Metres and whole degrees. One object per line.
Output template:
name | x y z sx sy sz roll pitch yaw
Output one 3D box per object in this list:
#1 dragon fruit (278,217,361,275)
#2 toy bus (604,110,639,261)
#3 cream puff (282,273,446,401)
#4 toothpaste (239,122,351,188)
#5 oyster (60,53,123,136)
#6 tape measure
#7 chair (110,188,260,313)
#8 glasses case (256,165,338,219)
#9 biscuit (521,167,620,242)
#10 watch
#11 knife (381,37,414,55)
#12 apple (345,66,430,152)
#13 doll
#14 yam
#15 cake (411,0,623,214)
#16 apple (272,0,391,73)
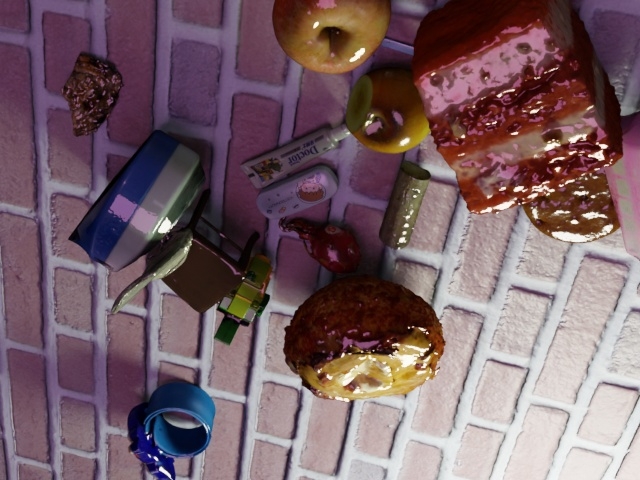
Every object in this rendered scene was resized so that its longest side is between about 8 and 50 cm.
dragon fruit | 0.000 0.000 1.990 0.190 0.094 0.094 31 126 5
toy bus | 0.596 -0.094 1.720 0.147 0.127 0.303 13 138 42
cream puff | 0.084 0.193 2.007 0.350 0.229 0.350 -5 148 -3
toothpaste | -0.046 -0.168 1.914 0.255 0.037 0.067 -23 121 31
oyster | -0.457 -0.279 1.927 0.105 0.056 0.177 27 122 -15
tape measure | -0.342 -0.083 1.913 0.138 0.259 0.262 38 120 -14
chair | -0.260 0.059 1.946 0.186 0.319 0.160 43 123 -17
glasses case | -0.047 -0.095 1.956 0.178 0.045 0.067 -22 117 25
biscuit | 0.482 -0.079 1.844 0.212 0.036 0.212 7 126 9
watch | -0.348 0.450 2.353 0.200 0.171 0.196 -25 128 15
knife | 0.152 -0.344 1.756 0.096 0.010 0.027 18 127 4
apple | 0.125 -0.234 1.755 0.163 0.147 0.146 15 126 6
doll | -0.160 0.113 2.074 0.106 0.134 0.186 28 120 -4
yam | 0.163 -0.069 1.913 0.068 0.068 0.169 17 123 2
cake | 0.318 -0.248 1.625 0.269 0.270 0.319 -23 115 26
apple | 0.019 -0.385 1.668 0.209 0.164 0.209 2 134 3
